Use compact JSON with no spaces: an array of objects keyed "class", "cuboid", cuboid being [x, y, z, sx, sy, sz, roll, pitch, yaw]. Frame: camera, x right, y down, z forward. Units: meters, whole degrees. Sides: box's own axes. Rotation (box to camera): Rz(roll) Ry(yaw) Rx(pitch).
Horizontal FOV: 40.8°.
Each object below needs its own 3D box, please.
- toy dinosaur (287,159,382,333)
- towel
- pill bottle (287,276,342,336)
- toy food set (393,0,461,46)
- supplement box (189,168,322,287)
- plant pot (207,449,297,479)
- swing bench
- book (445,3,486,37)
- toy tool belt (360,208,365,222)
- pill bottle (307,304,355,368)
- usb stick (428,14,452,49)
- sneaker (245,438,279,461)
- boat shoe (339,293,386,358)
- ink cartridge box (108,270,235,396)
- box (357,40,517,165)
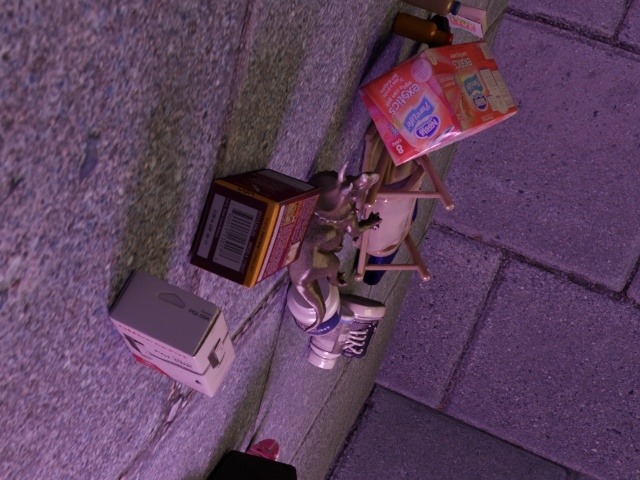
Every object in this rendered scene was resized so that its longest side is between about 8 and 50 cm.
[{"class":"toy dinosaur","cuboid":[0.000,0.000,1.406,0.160,0.121,0.314,7,118,-49]},{"class":"towel","cuboid":[0.176,-0.057,2.203,0.308,0.076,0.228,-56,157,-44]},{"class":"pill bottle","cuboid":[-0.011,0.112,1.555,0.169,0.094,0.094,77,37,-71]},{"class":"toy food set","cuboid":[0.220,-0.459,1.512,0.111,0.104,0.232,86,29,-67]},{"class":"supplement box","cuboid":[-0.073,-0.020,1.036,0.188,0.080,0.104,-30,140,-72]},{"class":"plant pot","cuboid":[-0.131,0.493,1.555,0.167,0.188,0.188,-75,177,-47]},{"class":"swing bench","cuboid":[0.150,-0.090,1.717,0.253,0.165,0.255,96,-6,-53]},{"class":"book","cuboid":[0.331,-0.509,1.976,0.144,0.096,0.035,3,109,-77]},{"class":"toy tool belt","cuboid":[0.122,-0.057,1.975,0.052,0.051,0.083,-50,160,-56]},{"class":"pill bottle","cuboid":[0.022,0.217,1.961,0.078,0.078,0.137,-32,143,-72]},{"class":"usb stick","cuboid":[0.252,-0.342,1.773,0.077,0.045,0.278,110,-20,-60]},{"class":"sneaker","cuboid":[-0.140,0.483,1.758,0.170,0.063,0.075,-58,166,-21]},{"class":"boat shoe","cuboid":[0.091,0.223,2.162,0.340,0.127,0.158,20,85,-80]},{"class":"ink cartridge box","cuboid":[-0.146,0.097,0.870,0.056,0.099,0.135,-62,167,-23]},{"class":"box","cuboid":[0.216,-0.247,1.522,0.142,0.154,0.300,-26,-179,33]}]
